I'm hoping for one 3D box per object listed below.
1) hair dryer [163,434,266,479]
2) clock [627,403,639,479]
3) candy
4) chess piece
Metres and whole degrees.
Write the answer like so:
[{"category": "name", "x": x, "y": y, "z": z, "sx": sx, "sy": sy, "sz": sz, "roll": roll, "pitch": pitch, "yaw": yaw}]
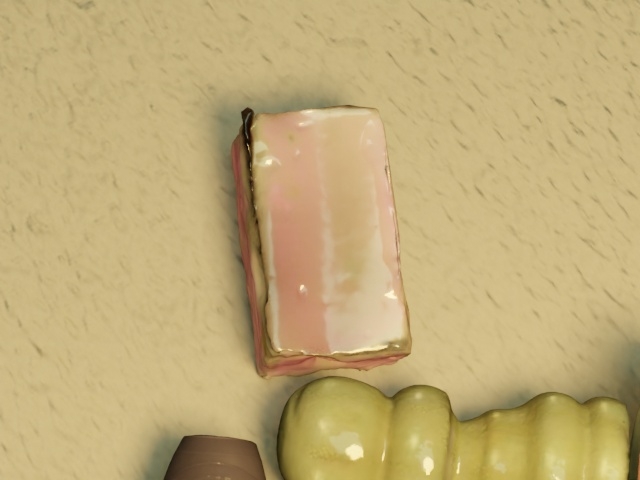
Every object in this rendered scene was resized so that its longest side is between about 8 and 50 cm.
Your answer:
[{"category": "hair dryer", "x": -0.228, "y": 0.324, "z": 1.586, "sx": 0.361, "sy": 0.121, "sz": 0.301, "roll": 5, "pitch": 80, "yaw": 1}, {"category": "clock", "x": 0.332, "y": 0.218, "z": 1.637, "sx": 0.056, "sy": 0.244, "sz": 0.244, "roll": 3, "pitch": 70, "yaw": 18}, {"category": "candy", "x": 0.000, "y": 0.000, "z": 1.703, "sx": 0.155, "sy": 0.116, "sz": 0.265, "roll": -5, "pitch": 73, "yaw": -12}, {"category": "chess piece", "x": 0.121, "y": 0.216, "z": 1.639, "sx": 0.330, "sy": 0.182, "sz": 0.182, "roll": 9, "pitch": 71, "yaw": -1}]
